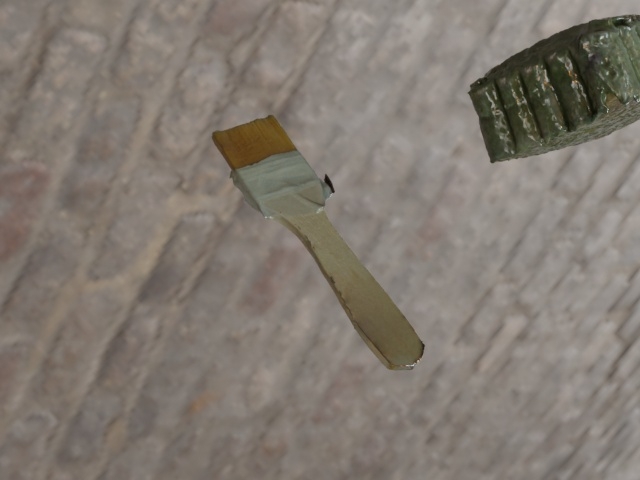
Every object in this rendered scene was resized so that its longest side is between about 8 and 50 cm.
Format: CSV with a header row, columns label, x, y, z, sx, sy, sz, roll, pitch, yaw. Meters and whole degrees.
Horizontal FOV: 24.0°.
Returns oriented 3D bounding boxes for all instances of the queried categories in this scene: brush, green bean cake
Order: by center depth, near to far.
label,x,y,z,sx,sy,sz,roll,pitch,yaw
brush,0.000,0.000,1.411,0.085,0.336,0.020,-19,142,-21
green bean cake,0.254,-0.150,1.443,0.173,0.094,0.181,-14,174,-44
